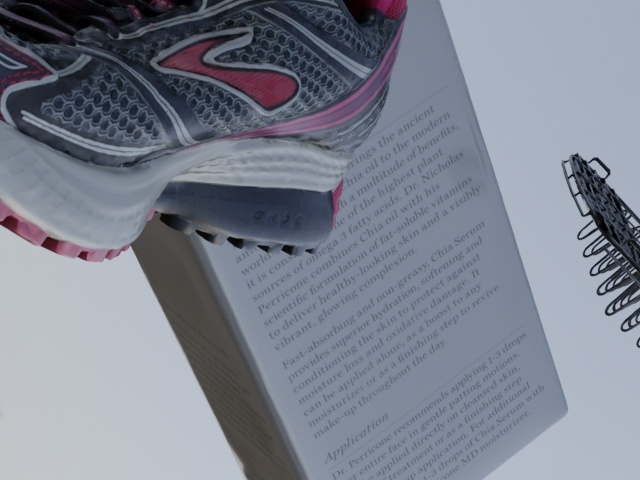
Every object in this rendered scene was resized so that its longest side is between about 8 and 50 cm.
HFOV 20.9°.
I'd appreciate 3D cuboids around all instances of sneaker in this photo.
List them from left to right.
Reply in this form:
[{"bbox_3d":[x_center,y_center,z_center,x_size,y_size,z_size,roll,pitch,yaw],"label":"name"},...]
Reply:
[{"bbox_3d":[-0.070,-0.068,0.586,0.121,0.299,0.112,32,-75,21],"label":"sneaker"}]

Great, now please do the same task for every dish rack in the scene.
[{"bbox_3d":[0.299,0.047,1.563,0.074,0.271,0.208,-40,-159,15],"label":"dish rack"}]

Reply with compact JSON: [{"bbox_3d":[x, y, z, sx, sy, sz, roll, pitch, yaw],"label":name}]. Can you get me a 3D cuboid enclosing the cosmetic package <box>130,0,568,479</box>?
[{"bbox_3d":[0.000,0.000,1.250,0.161,0.230,0.453,34,-28,49],"label":"cosmetic package"}]
